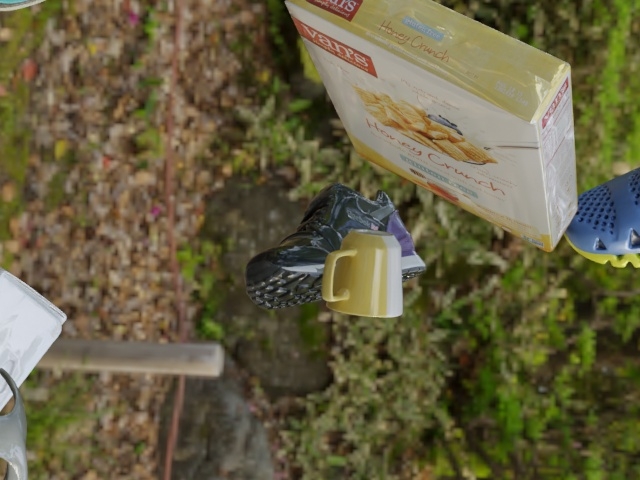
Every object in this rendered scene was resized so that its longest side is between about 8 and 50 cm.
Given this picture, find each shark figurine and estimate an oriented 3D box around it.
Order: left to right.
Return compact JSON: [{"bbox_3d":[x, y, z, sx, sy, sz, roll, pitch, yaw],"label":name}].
[{"bbox_3d":[-0.292,0.227,0.932,0.116,0.278,0.166,-28,84,-51],"label":"shark figurine"}]

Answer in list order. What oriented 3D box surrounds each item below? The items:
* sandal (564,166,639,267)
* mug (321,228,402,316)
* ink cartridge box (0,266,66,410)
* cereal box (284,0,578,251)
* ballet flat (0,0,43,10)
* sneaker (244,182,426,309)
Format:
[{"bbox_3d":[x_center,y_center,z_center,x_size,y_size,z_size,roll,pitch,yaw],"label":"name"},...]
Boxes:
[{"bbox_3d":[0.393,-0.080,1.245,0.138,0.317,0.126,58,14,-36],"label":"sandal"},{"bbox_3d":[0.038,0.026,0.967,0.078,0.062,0.064,-36,133,-80],"label":"mug"},{"bbox_3d":[-0.437,0.086,1.307,0.198,0.273,0.115,-54,140,-12],"label":"ink cartridge box"},{"bbox_3d":[0.082,-0.082,0.796,0.047,0.173,0.240,-58,159,-8],"label":"cereal box"},{"bbox_3d":[-0.205,-0.268,0.986,0.248,0.086,0.086,-45,152,-27],"label":"ballet flat"},{"bbox_3d":[0.000,0.000,1.361,0.283,0.107,0.124,-3,71,-55],"label":"sneaker"}]
